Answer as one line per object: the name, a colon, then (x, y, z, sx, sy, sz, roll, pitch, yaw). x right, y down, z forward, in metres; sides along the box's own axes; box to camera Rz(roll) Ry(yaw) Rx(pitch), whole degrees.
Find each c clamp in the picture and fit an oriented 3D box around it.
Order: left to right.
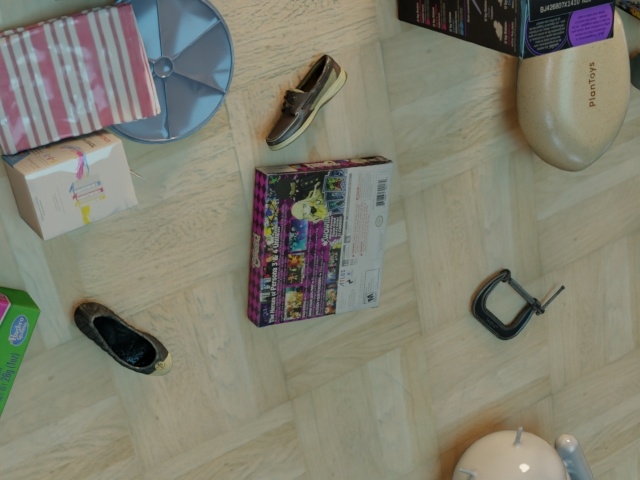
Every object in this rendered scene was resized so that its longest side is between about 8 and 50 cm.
c clamp: (0.323, 0.099, 1.882, 0.160, 0.022, 0.137, 32, 96, -39)

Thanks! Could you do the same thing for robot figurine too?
robot figurine: (0.348, 0.466, 1.937, 0.300, 0.200, 0.353, -41, 126, -16)

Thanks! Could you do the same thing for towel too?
towel: (-0.299, -0.189, 1.322, 0.197, 0.029, 0.144, -16, 116, -8)

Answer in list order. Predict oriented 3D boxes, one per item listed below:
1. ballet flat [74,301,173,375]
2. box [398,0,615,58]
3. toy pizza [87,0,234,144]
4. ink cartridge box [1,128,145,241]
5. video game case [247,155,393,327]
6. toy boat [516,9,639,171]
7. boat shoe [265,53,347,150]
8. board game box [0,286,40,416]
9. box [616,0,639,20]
ballet flat: (-0.262, 0.139, 1.503, 0.057, 0.049, 0.173, -52, 127, -2)
box: (0.240, -0.347, 1.477, 0.165, 0.270, 0.143, -16, 117, -27)
toy pizza: (-0.201, -0.219, 1.399, 0.201, 0.032, 0.201, -13, 116, -28)
ink cartridge box: (-0.295, -0.076, 1.364, 0.143, 0.092, 0.090, -24, 120, -24)
video game case: (0.000, 0.000, 1.616, 0.210, 0.042, 0.232, -9, 114, -30)
toy boat: (0.434, -0.246, 1.743, 0.318, 0.148, 0.267, -8, 109, -22)
boat shoe: (-0.028, -0.188, 1.515, 0.152, 0.056, 0.049, -52, 123, -16)
board game box: (-0.524, 0.148, 1.329, 0.316, 0.064, 0.242, 16, 101, -36)
box: (0.468, -0.376, 1.681, 0.027, 0.137, 0.094, -45, 152, -10)
